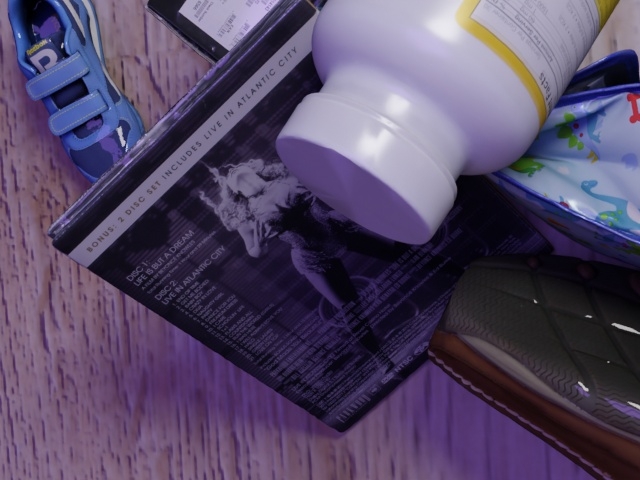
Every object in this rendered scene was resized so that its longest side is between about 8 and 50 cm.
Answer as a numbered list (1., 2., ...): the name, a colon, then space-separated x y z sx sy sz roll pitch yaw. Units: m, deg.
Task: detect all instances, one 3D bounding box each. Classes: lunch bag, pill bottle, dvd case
1. lunch bag: 0.153 -0.033 0.524 0.151 0.129 0.096 9 87 19
2. pill bottle: 0.061 -0.094 0.446 0.103 0.103 0.184 30 76 16
3. dvd case: 0.000 0.000 0.545 0.164 0.221 0.018 -43 38 12

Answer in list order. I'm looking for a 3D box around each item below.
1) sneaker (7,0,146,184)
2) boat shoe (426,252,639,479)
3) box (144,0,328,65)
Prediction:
1. sneaker: -0.154 -0.095 0.656 0.053 0.059 0.144 -27 82 12
2. boat shoe: 0.200 0.117 0.508 0.324 0.122 0.120 25 124 15
3. box: 0.015 -0.157 0.560 0.077 0.147 0.180 39 99 15
